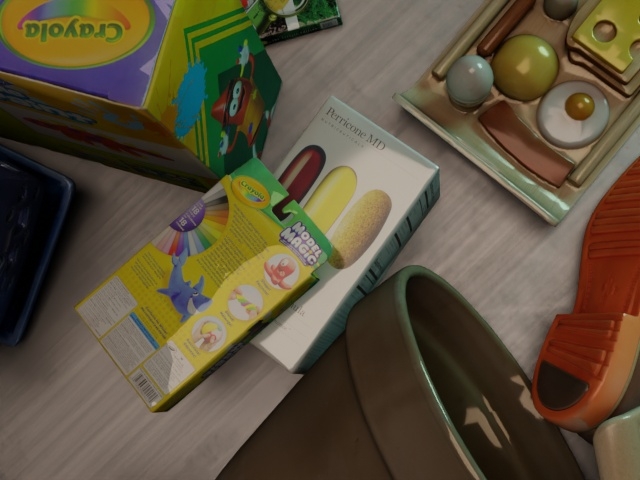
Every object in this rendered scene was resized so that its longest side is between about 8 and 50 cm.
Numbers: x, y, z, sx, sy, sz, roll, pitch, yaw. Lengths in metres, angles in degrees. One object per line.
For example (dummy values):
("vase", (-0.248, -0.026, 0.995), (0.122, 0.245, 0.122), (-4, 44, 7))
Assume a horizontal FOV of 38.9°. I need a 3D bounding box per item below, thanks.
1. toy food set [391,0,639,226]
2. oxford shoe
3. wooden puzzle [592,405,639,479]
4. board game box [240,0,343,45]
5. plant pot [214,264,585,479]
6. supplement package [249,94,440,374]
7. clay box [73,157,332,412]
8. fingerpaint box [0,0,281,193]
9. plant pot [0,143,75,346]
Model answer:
("toy food set", (0.253, -0.196, 0.950), (0.219, 0.092, 0.306), (40, 89, 11))
("oxford shoe", (0.340, 0.041, 0.909), (0.132, 0.130, 0.364), (33, 80, -20))
("wooden puzzle", (0.343, 0.241, 0.829), (0.238, 0.044, 0.221), (-11, 90, -35))
("board game box", (-0.069, -0.355, 1.049), (0.136, 0.030, 0.260), (-15, 80, 3))
("plant pot", (0.059, 0.231, 0.824), (0.280, 0.323, 0.323), (-36, 78, 17))
("supplement package", (0.000, 0.000, 0.931), (0.139, 0.134, 0.244), (35, 87, 12))
("clay box", (-0.103, 0.040, 0.844), (0.222, 0.053, 0.127), (-40, 77, 0))
("fingerpaint box", (-0.293, -0.199, 0.881), (0.444, 0.371, 0.163), (15, 84, 10))
("plant pot", (-0.404, -0.008, 0.930), (0.236, 0.212, 0.236), (24, 101, 11))
